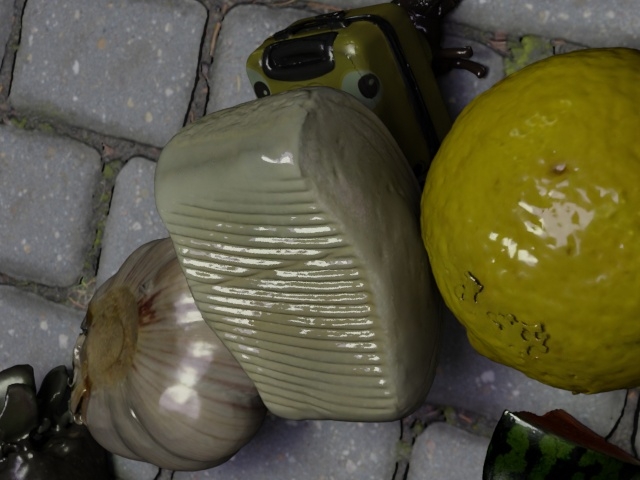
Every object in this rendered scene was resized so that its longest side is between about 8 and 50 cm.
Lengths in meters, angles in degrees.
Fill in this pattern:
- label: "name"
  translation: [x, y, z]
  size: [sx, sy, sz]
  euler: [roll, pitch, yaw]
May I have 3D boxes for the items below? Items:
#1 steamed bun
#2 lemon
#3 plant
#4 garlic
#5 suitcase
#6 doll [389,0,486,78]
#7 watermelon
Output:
- label: "steamed bun"
  translation: [0.003, 0.001, 1.707]
  size: [0.247, 0.236, 0.383]
  euler: [-7, 122, 34]
- label: "lemon"
  translation: [0.286, -0.028, 1.611]
  size: [0.350, 0.350, 0.387]
  euler: [47, 107, 22]
- label: "plant"
  translation: [-0.385, 0.311, 2.060]
  size: [0.199, 0.188, 0.276]
  euler: [-30, 75, 25]
- label: "garlic"
  translation: [-0.164, 0.133, 1.913]
  size: [0.322, 0.241, 0.322]
  euler: [8, 103, 40]
- label: "suitcase"
  translation: [0.042, -0.159, 1.826]
  size: [0.194, 0.143, 0.235]
  euler: [-3, 119, 41]
- label: "doll"
  translation: [0.118, -0.242, 1.869]
  size: [0.165, 0.057, 0.139]
  euler: [-7, 88, 34]
- label: "watermelon"
  translation: [0.252, 0.252, 1.731]
  size: [0.193, 0.145, 0.137]
  euler: [-22, 74, 27]
